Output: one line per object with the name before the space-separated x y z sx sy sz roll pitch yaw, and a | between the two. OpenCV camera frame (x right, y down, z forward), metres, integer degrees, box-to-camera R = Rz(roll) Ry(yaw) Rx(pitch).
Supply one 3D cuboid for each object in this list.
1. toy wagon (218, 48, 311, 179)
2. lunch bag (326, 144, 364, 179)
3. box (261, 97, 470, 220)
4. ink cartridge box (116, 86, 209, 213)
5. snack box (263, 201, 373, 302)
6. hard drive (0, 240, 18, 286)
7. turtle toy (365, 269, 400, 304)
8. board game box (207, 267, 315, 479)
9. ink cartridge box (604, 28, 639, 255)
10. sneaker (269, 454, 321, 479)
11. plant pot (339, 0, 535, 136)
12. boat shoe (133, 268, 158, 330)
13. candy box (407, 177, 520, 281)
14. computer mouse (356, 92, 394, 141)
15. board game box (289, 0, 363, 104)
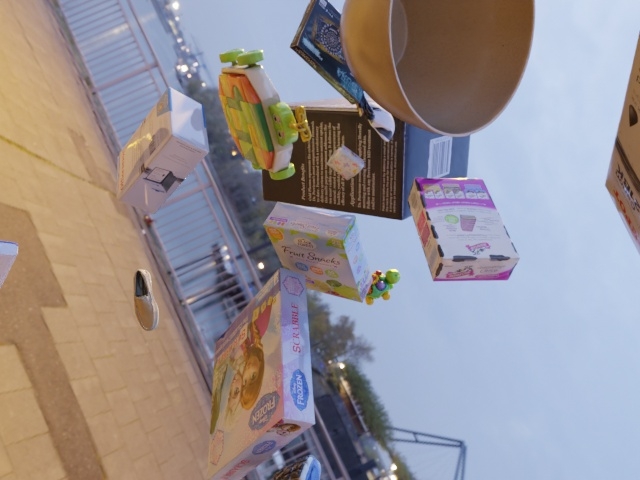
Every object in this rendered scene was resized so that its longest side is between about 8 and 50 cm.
toy wagon | -0.125 -0.260 1.200 0.344 0.068 0.267 34 -36 58
lunch bag | 0.064 -0.188 1.359 0.071 0.053 0.083 36 -14 -10
box | 0.146 -0.275 1.719 0.471 0.480 0.298 12 -69 32
ink cartridge box | -0.298 -0.165 1.066 0.082 0.190 0.140 22 39 -37
snack box | 0.000 0.026 1.145 0.174 0.070 0.207 11 -36 26
hard drive | -0.945 0.075 1.503 0.318 0.210 0.040 -35 -123 45
turtle toy | 0.167 0.122 1.630 0.095 0.130 0.066 -100 170 -49
board game box | -0.127 0.271 1.138 0.319 0.065 0.318 -49 -147 38
ink cartridge box | 0.331 -0.036 0.451 0.273 0.114 0.197 40 32 -62
sneaker | -0.039 0.538 0.988 0.147 0.129 0.330 35 39 -21
plant pot | 0.137 -0.298 0.806 0.191 0.284 0.284 22 -38 51
boat shoe | -0.536 0.179 1.718 0.072 0.068 0.190 123 -48 -80
candy box | 0.282 -0.026 1.157 0.071 0.159 0.233 99 -13 -45
computer mouse | 0.125 -0.282 1.259 0.193 0.042 0.106 26 41 -60
board game box | 0.032 -0.374 1.126 0.186 0.126 0.026 34 -20 -37
